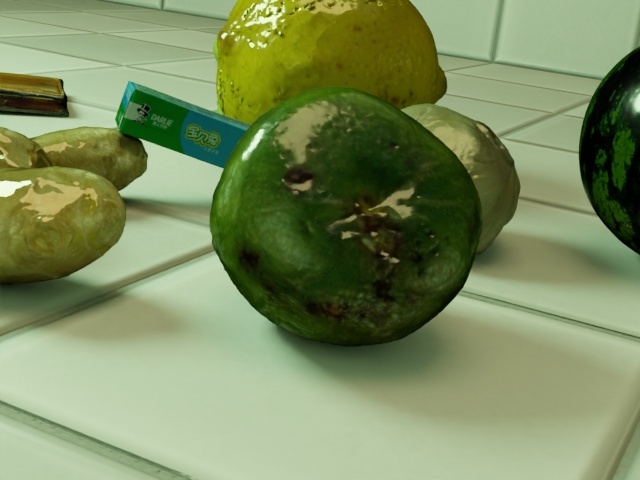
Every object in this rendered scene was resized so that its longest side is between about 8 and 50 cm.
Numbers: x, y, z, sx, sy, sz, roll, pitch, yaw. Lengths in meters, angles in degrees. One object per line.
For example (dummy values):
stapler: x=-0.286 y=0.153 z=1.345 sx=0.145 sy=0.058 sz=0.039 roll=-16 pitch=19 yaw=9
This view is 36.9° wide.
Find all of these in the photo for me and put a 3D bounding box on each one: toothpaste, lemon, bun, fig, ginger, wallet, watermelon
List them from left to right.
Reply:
ginger: x=-0.334 y=-0.050 z=0.835 sx=0.348 sy=0.122 sz=0.363 roll=2 pitch=23 yaw=-8
wallet: x=-0.465 y=-0.224 z=1.444 sx=0.161 sy=0.042 sz=0.195 roll=5 pitch=15 yaw=-20
toothpaste: x=-0.085 y=-0.100 z=1.035 sx=0.267 sy=0.050 sz=0.065 roll=19 pitch=14 yaw=-21
fig: x=0.000 y=0.000 z=0.753 sx=0.203 sy=0.203 sz=0.235 roll=0 pitch=-21 yaw=-21
lemon: x=0.013 y=-0.211 z=1.209 sx=0.310 sy=0.258 sz=0.258 roll=3 pitch=17 yaw=-21
bun: x=0.134 y=-0.069 z=0.964 sx=0.167 sy=0.113 sz=0.173 roll=15 pitch=36 yaw=-53
watermelon: x=0.392 y=-0.088 z=0.965 sx=0.269 sy=0.269 sz=0.269 roll=6 pitch=17 yaw=-2

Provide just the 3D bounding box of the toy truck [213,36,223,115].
toy truck: x=-0.086 y=-0.239 z=1.373 sx=0.148 sy=0.187 sz=0.210 roll=8 pitch=16 yaw=30
